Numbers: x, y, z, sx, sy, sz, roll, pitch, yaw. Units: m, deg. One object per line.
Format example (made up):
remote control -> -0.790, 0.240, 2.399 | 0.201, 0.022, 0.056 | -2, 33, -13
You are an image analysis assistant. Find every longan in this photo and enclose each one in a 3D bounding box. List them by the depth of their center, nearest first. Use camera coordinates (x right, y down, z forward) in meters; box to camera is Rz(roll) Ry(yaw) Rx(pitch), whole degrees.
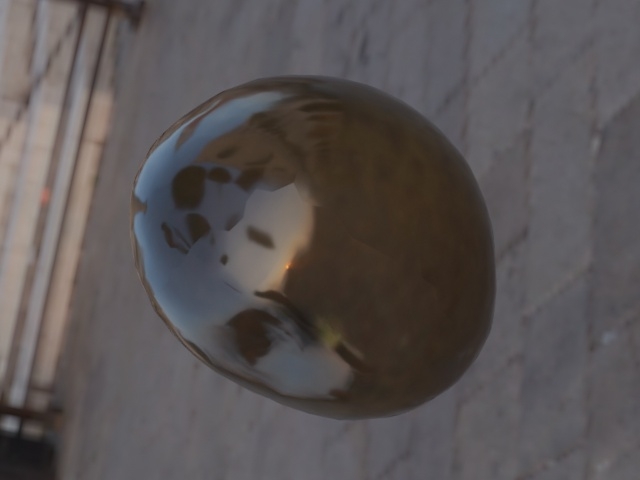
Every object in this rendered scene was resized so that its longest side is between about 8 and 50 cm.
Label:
longan -> 0.000, 0.000, 1.058 | 0.198, 0.212, 0.198 | 25, -90, -87
